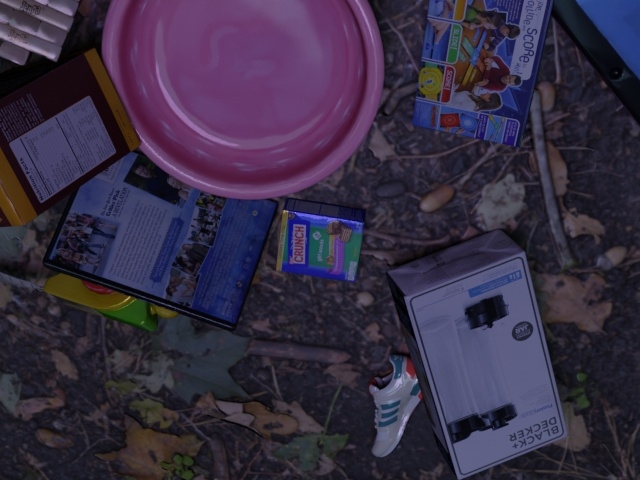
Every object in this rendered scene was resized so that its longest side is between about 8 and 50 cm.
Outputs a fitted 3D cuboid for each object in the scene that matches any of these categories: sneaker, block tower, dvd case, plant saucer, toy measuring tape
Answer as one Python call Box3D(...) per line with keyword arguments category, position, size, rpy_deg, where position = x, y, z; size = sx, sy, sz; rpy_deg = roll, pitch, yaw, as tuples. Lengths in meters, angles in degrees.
Box3D(category="sneaker", position=(0.094, 0.228, 1.361), size=(0.075, 0.057, 0.161), rpy_deg=(24, 111, -4))
Box3D(category="block tower", position=(-0.268, -0.348, 1.033), size=(0.091, 0.097, 0.335), rpy_deg=(22, 94, -18))
Box3D(category="dvd case", position=(-0.199, -0.008, 1.229), size=(0.253, 0.180, 0.022), rpy_deg=(20, 160, -4))
Box3D(category="plant saucer", position=(-0.088, -0.214, 1.152), size=(0.332, 0.084, 0.332), rpy_deg=(2, 116, 5))
Box3D(category="toy measuring tape", position=(-0.323, 0.029, 1.294), size=(0.330, 0.121, 0.121), rpy_deg=(16, 117, 18))

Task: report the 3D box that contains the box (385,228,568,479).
Box3D(category="box", position=(0.209, 0.151, 1.269), size=(0.169, 0.087, 0.290), rpy_deg=(-19, 113, -6))

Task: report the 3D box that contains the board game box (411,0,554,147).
Box3D(category="board game box", position=(0.186, -0.212, 1.118), size=(0.136, 0.035, 0.201), rpy_deg=(14, 129, 11))

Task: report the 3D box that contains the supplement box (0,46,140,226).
Box3D(category="supplement box", position=(-0.359, -0.115, 1.128), size=(0.191, 0.194, 0.129), rpy_deg=(-3, 119, 39))

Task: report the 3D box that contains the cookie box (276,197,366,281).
Box3D(category="cookie box", position=(0.000, 0.000, 1.268), size=(0.107, 0.040, 0.092), rpy_deg=(9, 117, 2))

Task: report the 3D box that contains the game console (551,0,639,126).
Box3D(category="game console", position=(0.453, -0.291, 1.077), size=(0.342, 0.060, 0.386), rpy_deg=(-38, 107, 21))
